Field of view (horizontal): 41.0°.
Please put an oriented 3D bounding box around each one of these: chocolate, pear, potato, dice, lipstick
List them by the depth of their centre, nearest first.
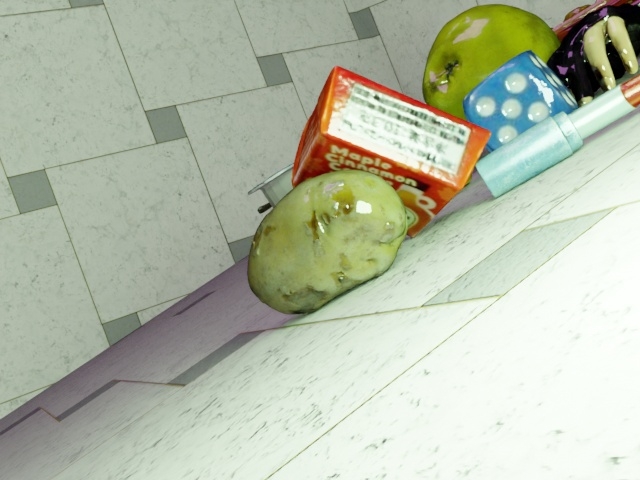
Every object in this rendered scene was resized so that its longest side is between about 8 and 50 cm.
[{"bbox_3d":[0.343,-0.152,1.167,0.274,0.061,0.068,-31,-5,13],"label":"lipstick"},{"bbox_3d":[0.000,0.000,1.176,0.262,0.165,0.165,-29,5,29],"label":"potato"},{"bbox_3d":[0.086,-0.116,1.231,0.235,0.237,0.108,126,166,-66],"label":"chocolate"},{"bbox_3d":[0.333,-0.221,1.427,0.146,0.143,0.146,-39,-4,27],"label":"dice"},{"bbox_3d":[0.390,-0.354,1.815,0.375,0.287,0.287,-8,-8,-28],"label":"pear"}]

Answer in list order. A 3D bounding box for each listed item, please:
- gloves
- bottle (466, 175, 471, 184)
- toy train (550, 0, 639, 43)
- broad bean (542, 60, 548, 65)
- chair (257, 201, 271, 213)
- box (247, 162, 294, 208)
[{"bbox_3d":[0.527,-0.344,1.656,0.301,0.152,0.197,-53,-11,-38],"label":"gloves"},{"bbox_3d":[0.133,-0.063,1.502,0.286,0.082,0.082,-33,4,-15],"label":"bottle"},{"bbox_3d":[0.698,-0.492,1.947,0.369,0.163,0.232,-29,13,25],"label":"toy train"},{"bbox_3d":[0.338,-0.240,1.561,0.297,0.060,0.043,-47,-7,-28],"label":"broad bean"},{"bbox_3d":[0.026,-0.110,2.149,0.319,0.186,0.160,-36,1,-23],"label":"chair"},{"bbox_3d":[0.011,-0.076,1.688,0.262,0.206,0.291,-32,5,18],"label":"box"}]
